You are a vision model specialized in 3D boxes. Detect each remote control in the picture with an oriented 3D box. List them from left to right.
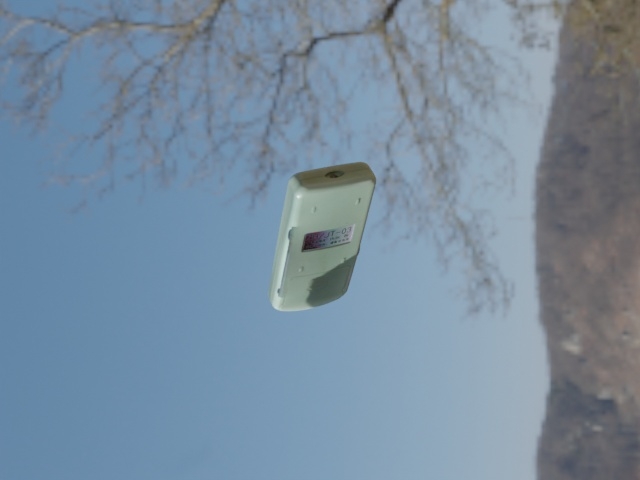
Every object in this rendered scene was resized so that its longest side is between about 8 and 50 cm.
[{"bbox_3d":[0.000,0.000,1.940,0.296,0.140,0.056,103,150,-48],"label":"remote control"}]
